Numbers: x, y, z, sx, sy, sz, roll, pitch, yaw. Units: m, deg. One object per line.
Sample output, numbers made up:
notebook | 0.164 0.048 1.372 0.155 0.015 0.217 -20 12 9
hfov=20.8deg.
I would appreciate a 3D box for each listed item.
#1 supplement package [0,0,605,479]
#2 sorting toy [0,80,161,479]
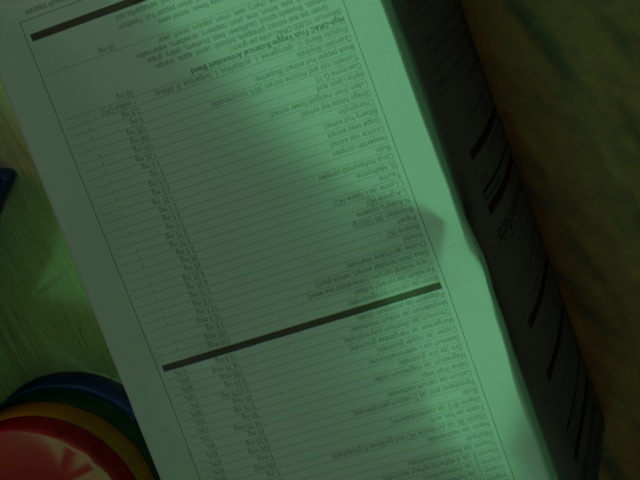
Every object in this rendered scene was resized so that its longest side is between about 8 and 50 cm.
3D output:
supplement package | 0.000 0.000 0.630 0.139 0.134 0.244 -17 101 16
sorting toy | -0.185 0.073 0.715 0.255 0.089 0.257 -29 97 18
